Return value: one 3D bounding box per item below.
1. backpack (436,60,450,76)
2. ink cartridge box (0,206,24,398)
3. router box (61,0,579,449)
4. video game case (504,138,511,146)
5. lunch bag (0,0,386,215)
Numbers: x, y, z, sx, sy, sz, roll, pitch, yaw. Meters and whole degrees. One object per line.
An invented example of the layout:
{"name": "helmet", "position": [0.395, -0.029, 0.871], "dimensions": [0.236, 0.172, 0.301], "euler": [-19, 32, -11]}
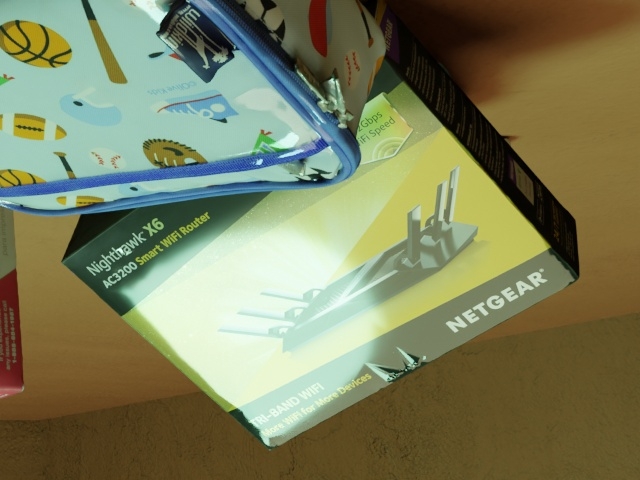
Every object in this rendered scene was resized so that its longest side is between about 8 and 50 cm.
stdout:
{"name": "backpack", "position": [0.054, -0.061, 1.158], "dimensions": [0.166, 0.144, 0.188], "euler": [-14, 169, 15]}
{"name": "ink cartridge box", "position": [-0.406, 0.025, 1.154], "dimensions": [0.131, 0.226, 0.306], "euler": [-13, 166, 32]}
{"name": "router box", "position": [0.000, 0.000, 1.043], "dimensions": [0.309, 0.081, 0.243], "euler": [-33, 115, 27]}
{"name": "video game case", "position": [0.040, -0.058, 1.438], "dimensions": [0.204, 0.025, 0.285], "euler": [0, 167, -24]}
{"name": "lunch bag", "position": [-0.120, -0.103, 0.778], "dimensions": [0.303, 0.115, 0.243], "euler": [-3, 149, 32]}
